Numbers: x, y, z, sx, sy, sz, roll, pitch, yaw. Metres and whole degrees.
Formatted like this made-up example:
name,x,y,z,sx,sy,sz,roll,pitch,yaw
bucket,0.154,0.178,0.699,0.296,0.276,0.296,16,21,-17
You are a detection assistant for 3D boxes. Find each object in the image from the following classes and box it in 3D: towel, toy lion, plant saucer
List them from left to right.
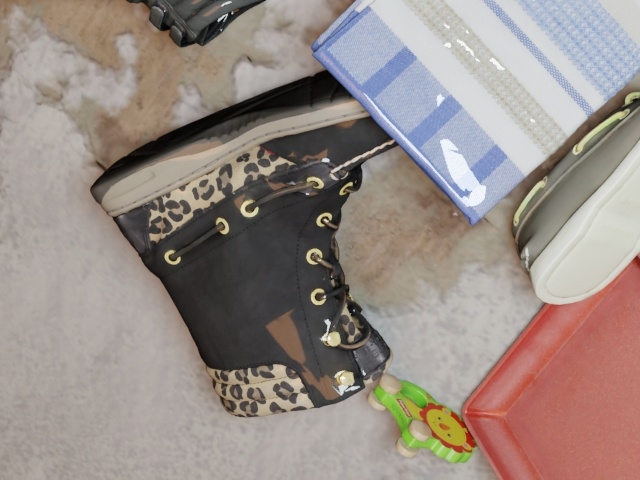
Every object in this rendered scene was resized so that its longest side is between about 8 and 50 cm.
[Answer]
name,x,y,z,sx,sy,sz,roll,pitch,yaw
toy lion,0.107,0.179,1.201,0.034,0.096,0.100,-57,45,26
towel,0.157,-0.181,1.000,0.285,0.034,0.209,-44,91,-5
plant saucer,0.266,0.164,1.085,0.047,0.259,0.258,13,123,-36

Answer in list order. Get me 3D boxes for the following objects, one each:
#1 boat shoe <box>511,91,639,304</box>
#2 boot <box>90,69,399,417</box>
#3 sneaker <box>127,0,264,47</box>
name,x,y,z,sx,sy,sz,roll,pitch,yaw
boat shoe,0.275,-0.076,1.032,0.109,0.091,0.305,18,125,-36
boot,0.000,0.000,1.139,0.377,0.138,0.284,-19,107,16
sneaker,-0.178,-0.237,1.126,0.295,0.104,0.147,-15,99,19
